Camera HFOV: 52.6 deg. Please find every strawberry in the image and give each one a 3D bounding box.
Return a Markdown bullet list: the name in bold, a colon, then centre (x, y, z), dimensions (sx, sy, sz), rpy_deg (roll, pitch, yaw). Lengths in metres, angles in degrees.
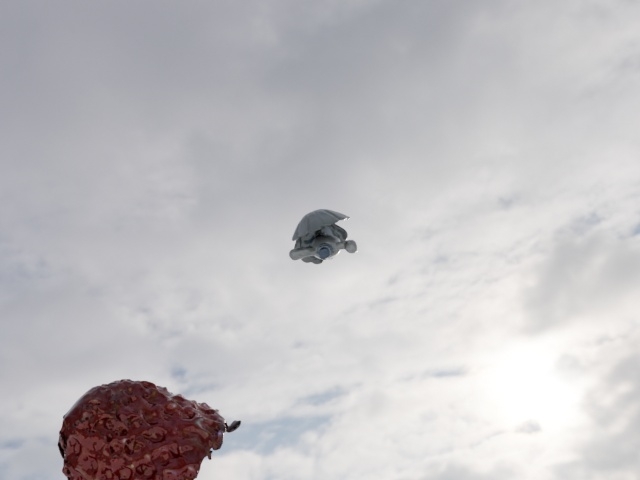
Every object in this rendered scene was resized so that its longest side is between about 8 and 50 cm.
- **strawberry**: centre (-0.246, 0.266, 0.842), dimensions (0.178, 0.234, 0.234), rpy_deg (46, -59, -10)

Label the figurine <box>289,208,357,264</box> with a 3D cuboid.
- **figurine**: centre (0.000, 0.000, 0.879), dimensions (0.095, 0.086, 0.082), rpy_deg (-23, -76, -10)
